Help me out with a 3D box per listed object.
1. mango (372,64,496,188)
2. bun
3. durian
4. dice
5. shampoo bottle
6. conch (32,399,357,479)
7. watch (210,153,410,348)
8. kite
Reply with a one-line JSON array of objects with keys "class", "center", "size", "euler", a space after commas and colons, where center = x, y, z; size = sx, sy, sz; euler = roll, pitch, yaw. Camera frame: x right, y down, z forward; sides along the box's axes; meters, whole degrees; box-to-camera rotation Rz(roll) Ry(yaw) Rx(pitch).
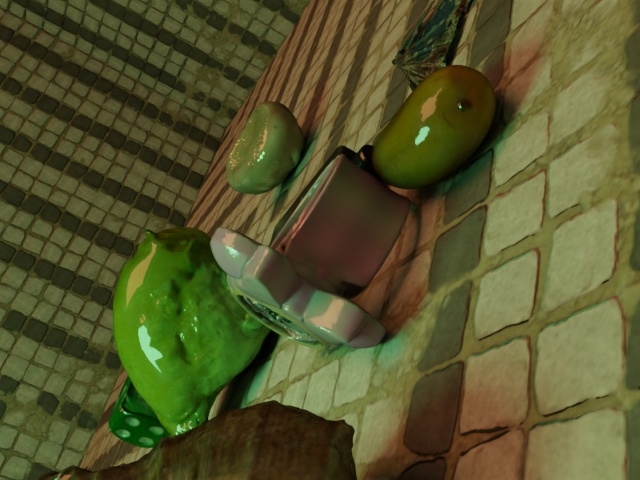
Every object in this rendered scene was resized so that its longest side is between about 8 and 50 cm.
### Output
[{"class": "mango", "center": [0.119, -0.121, 0.779], "size": [0.130, 0.092, 0.195], "euler": [-64, 15, -14]}, {"class": "bun", "center": [-0.115, -0.205, 1.588], "size": [0.231, 0.133, 0.231], "euler": [-45, 32, 39]}, {"class": "durian", "center": [-0.213, 0.147, 1.137], "size": [0.256, 0.339, 0.204], "euler": [-37, -2, 5]}, {"class": "dice", "center": [-0.370, 0.359, 1.494], "size": [0.120, 0.128, 0.131], "euler": [-54, 19, 35]}, {"class": "shampoo bottle", "center": [0.012, -0.048, 1.025], "size": [0.246, 0.079, 0.080], "euler": [-48, 22, 42]}, {"class": "conch", "center": [-0.078, 0.271, 0.553], "size": [0.352, 0.210, 0.297], "euler": [-1, 80, 38]}, {"class": "watch", "center": [0.000, 0.000, 0.816], "size": [0.217, 0.211, 0.248], "euler": [-59, 5, -17]}, {"class": "kite", "center": [0.199, -0.340, 1.032], "size": [0.368, 0.014, 0.406], "euler": [-28, 37, 63]}]
